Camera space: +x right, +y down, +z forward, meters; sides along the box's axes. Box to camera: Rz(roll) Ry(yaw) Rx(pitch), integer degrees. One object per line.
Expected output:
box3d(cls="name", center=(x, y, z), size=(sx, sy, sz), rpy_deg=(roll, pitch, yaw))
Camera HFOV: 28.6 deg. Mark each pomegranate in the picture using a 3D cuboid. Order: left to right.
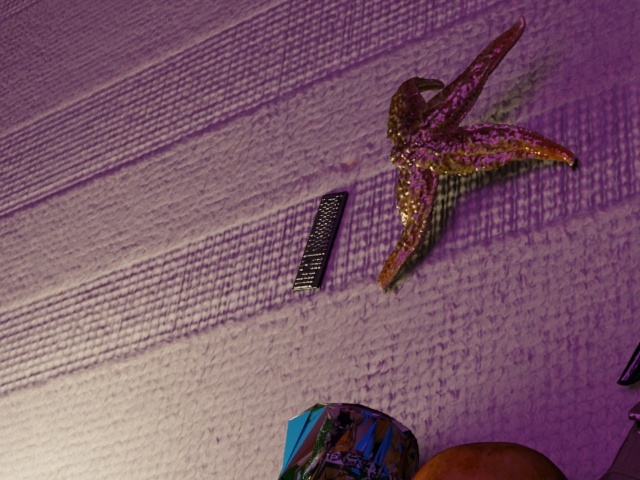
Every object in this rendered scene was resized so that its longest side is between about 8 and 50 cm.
box3d(cls="pomegranate", center=(0.220, 0.395, 1.590), size=(0.229, 0.252, 0.270), rpy_deg=(-12, 57, 19))

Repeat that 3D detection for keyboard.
box3d(cls="keyboard", center=(0.000, 0.000, 2.278), size=(0.067, 0.011, 0.202), rpy_deg=(-6, 56, 41))

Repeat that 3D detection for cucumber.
box3d(cls="cucumber", center=(0.466, 0.128, 1.734), size=(0.184, 0.033, 0.036), rpy_deg=(-55, 15, -6))

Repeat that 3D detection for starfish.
box3d(cls="starfish", center=(0.223, -0.161, 2.121), size=(0.383, 0.132, 0.398), rpy_deg=(-24, 50, 22))

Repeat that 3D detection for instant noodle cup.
box3d(cls="instant noodle cup", center=(0.039, 0.358, 1.818), size=(0.240, 0.240, 0.178), rpy_deg=(-14, 43, 35))

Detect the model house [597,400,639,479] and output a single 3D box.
box3d(cls="model house", center=(0.445, 0.286, 1.567), size=(0.229, 0.122, 0.188), rpy_deg=(15, 66, 43))
